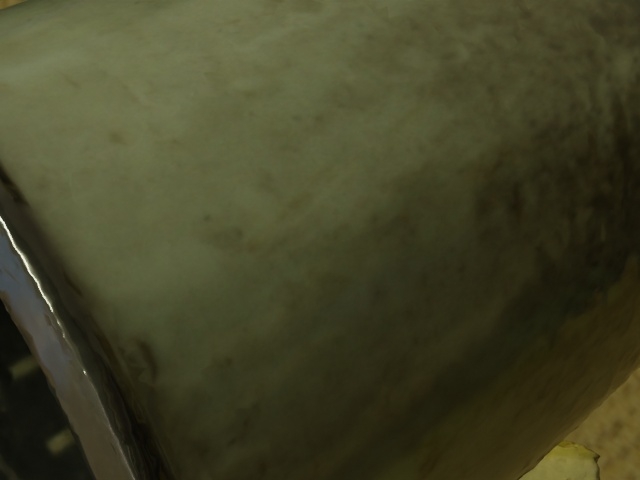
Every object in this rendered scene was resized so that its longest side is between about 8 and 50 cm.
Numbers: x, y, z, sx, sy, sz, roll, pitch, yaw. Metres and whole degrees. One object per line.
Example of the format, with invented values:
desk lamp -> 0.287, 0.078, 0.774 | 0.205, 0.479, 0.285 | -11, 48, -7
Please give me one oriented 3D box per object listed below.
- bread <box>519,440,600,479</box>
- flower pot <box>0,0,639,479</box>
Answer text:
bread -> 0.077, 0.308, 1.424 | 0.333, 0.323, 0.143 | 0, 50, 2
flower pot -> 0.000, 0.000, 0.673 | 0.330, 0.293, 0.293 | -27, 59, -23
